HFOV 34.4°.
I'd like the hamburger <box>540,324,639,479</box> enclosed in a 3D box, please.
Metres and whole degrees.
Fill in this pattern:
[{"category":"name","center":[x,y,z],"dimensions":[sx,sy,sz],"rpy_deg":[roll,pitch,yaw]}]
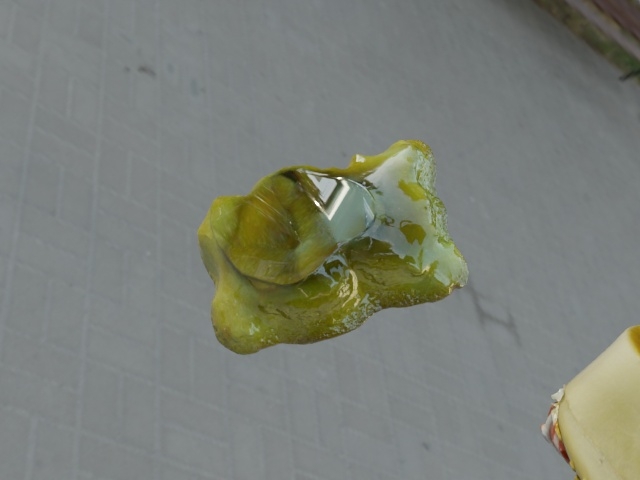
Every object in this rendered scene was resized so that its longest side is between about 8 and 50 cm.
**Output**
[{"category":"hamburger","center":[0.220,0.132,0.560],"dimensions":[0.173,0.116,0.210],"rpy_deg":[-2,31,-23]}]

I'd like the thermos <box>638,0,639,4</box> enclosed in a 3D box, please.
[{"category":"thermos","center":[0.269,-0.148,0.642],"dimensions":[0.265,0.146,0.176],"rpy_deg":[24,56,-48]}]

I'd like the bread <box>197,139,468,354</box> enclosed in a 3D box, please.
[{"category":"bread","center":[0.000,0.000,0.902],"dimensions":[0.088,0.233,0.160],"rpy_deg":[55,16,-53]}]
